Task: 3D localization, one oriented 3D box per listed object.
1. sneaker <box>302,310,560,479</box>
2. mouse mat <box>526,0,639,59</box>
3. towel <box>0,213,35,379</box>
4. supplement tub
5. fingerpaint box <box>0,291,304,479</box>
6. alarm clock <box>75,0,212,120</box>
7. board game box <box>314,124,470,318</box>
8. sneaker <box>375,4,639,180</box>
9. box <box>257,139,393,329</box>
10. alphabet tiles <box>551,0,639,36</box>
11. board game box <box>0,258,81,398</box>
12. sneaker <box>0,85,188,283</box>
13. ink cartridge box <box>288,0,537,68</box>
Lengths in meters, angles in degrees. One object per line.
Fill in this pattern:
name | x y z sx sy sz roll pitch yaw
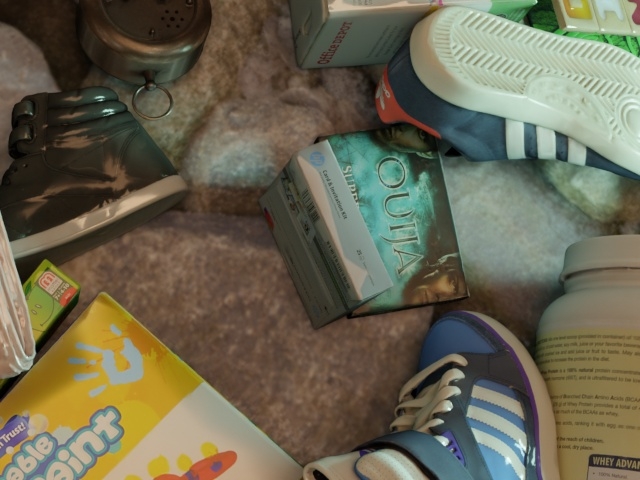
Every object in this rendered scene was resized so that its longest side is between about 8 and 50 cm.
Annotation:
sneaker | 0.085 0.174 1.199 0.236 0.130 0.323 19 44 -34
mouse mat | 0.323 -0.218 1.503 0.189 0.007 0.153 -14 82 -13
towel | -0.428 0.004 1.210 0.331 0.053 0.317 -17 81 16
supplement tub | 0.311 0.176 1.300 0.235 0.235 0.325 11 77 -9
fingerpaint box | -0.207 0.335 1.199 0.371 0.163 0.445 41 72 -2
alarm clock | -0.169 -0.203 1.353 0.129 0.064 0.192 -1 69 -18
board game box | 0.072 -0.022 1.401 0.126 0.026 0.186 -9 81 -13
sneaker | 0.212 -0.126 1.394 0.350 0.148 0.131 18 59 -25
box | 0.000 0.000 1.298 0.038 0.186 0.145 -22 84 -17
alphabet tiles | 0.278 -0.344 1.426 0.342 0.011 0.285 -5 77 -44
board game box | -0.292 0.107 1.265 0.043 0.092 0.181 38 74 -3
sneaker | -0.286 -0.046 1.299 0.295 0.104 0.147 -26 82 -20
ink cartridge box | 0.085 -0.242 1.381 0.212 0.154 0.093 -8 79 -13
